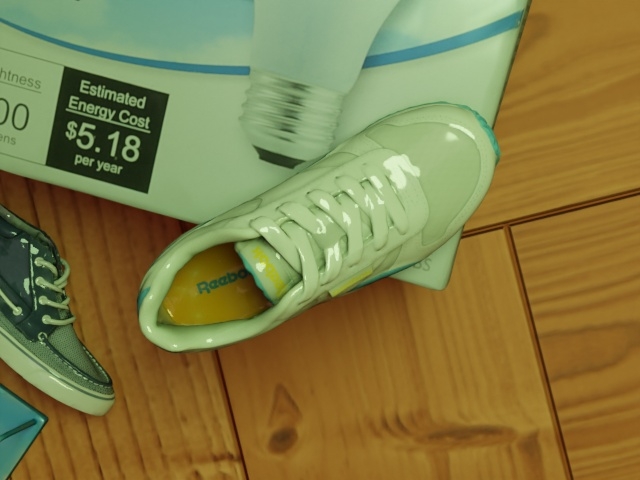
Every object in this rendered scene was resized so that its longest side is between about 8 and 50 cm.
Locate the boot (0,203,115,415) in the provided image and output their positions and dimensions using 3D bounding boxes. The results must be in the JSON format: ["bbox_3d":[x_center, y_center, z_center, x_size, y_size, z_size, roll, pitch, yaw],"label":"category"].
[{"bbox_3d":[-0.220,0.049,0.902,0.190,0.069,0.086,38,95,5],"label":"boot"}]

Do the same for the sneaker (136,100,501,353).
[{"bbox_3d":[0.000,0.000,0.658,0.228,0.092,0.087,-31,95,12],"label":"sneaker"}]

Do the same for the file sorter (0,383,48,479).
[{"bbox_3d":[-0.326,0.143,0.893,0.170,0.104,0.118,35,92,4],"label":"file sorter"}]

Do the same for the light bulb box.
[{"bbox_3d":[-0.031,-0.201,0.784,0.358,0.225,0.361,15,103,4],"label":"light bulb box"}]
